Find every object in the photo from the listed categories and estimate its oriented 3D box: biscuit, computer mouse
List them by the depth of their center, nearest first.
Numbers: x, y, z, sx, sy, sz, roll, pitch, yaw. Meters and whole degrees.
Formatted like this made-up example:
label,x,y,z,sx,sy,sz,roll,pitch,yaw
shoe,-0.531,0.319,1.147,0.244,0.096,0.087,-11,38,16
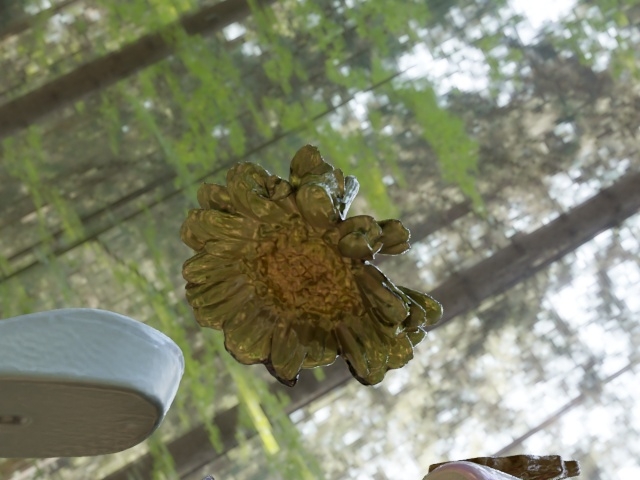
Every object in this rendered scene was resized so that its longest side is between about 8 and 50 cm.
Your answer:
label,x,y,z,sx,sy,sz,roll,pitch,yaw
computer mouse,-0.206,0.096,0.847,0.128,0.230,0.079,-56,-140,43
biscuit,0.246,0.320,1.659,0.182,0.215,0.034,93,-7,-70

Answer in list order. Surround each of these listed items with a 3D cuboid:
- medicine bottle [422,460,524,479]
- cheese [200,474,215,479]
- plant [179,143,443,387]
label,x,y,z,sx,sy,sz,roll,pitch,yaw
medicine bottle,0.225,0.344,1.369,0.254,0.152,0.152,23,10,-33
cheese,-0.138,0.472,2.046,0.192,0.097,0.037,50,-43,13
plant,-0.031,0.033,1.473,0.306,0.261,0.297,52,0,-20
